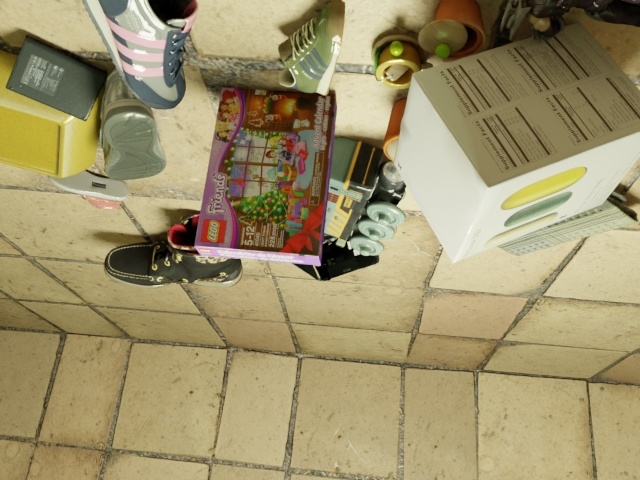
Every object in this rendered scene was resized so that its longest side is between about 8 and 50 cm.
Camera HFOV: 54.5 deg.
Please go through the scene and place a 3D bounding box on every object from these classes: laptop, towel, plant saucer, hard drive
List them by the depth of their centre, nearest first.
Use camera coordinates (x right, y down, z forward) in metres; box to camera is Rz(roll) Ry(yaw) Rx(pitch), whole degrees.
[{"bbox_3d":[-0.441,-0.269,1.043,0.135,0.022,0.094,22,111,-31],"label":"hard drive"},{"bbox_3d":[-0.594,-0.228,1.171,0.332,0.081,0.332,15,154,-18],"label":"plant saucer"},{"bbox_3d":[0.447,-0.070,1.315,0.312,0.056,0.324,24,153,-29],"label":"towel"},{"bbox_3d":[0.000,0.000,1.599,0.264,0.137,0.234,-19,154,2],"label":"laptop"}]

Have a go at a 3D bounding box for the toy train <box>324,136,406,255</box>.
[{"bbox_3d":[0.074,-0.082,1.279,0.190,0.142,0.334,20,158,-1],"label":"toy train"}]

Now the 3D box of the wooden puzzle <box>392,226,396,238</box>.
[{"bbox_3d":[0.148,-0.033,1.506,0.078,0.014,0.116,1,156,2],"label":"wooden puzzle"}]

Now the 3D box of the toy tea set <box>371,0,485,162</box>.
[{"bbox_3d":[0.175,-0.211,0.950,0.199,0.124,0.336,-2,155,19],"label":"toy tea set"}]

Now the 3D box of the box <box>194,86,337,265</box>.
[{"bbox_3d":[-0.084,-0.111,1.036,0.200,0.294,0.057,4,162,5],"label":"box"}]

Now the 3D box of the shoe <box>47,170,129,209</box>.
[{"bbox_3d":[-0.538,-0.117,1.427,0.177,0.064,0.081,15,150,-29],"label":"shoe"}]

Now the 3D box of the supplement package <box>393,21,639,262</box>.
[{"bbox_3d":[0.271,-0.134,0.869,0.262,0.198,0.199,-20,153,-12],"label":"supplement package"}]

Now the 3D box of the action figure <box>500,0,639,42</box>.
[{"bbox_3d":[0.344,-0.300,0.753,0.284,0.099,0.185,13,163,-6],"label":"action figure"}]

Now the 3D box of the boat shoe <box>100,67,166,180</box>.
[{"bbox_3d":[-0.358,-0.200,1.172,0.118,0.103,0.320,-9,165,-14],"label":"boat shoe"}]

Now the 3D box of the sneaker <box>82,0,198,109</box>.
[{"bbox_3d":[-0.228,-0.293,0.887,0.131,0.112,0.319,6,158,9],"label":"sneaker"}]

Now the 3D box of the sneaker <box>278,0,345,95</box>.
[{"bbox_3d":[-0.020,-0.279,0.919,0.086,0.064,0.192,4,160,-7],"label":"sneaker"}]

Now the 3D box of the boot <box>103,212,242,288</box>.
[{"bbox_3d":[-0.381,0.031,1.632,0.377,0.138,0.284,7,158,-11],"label":"boot"}]
